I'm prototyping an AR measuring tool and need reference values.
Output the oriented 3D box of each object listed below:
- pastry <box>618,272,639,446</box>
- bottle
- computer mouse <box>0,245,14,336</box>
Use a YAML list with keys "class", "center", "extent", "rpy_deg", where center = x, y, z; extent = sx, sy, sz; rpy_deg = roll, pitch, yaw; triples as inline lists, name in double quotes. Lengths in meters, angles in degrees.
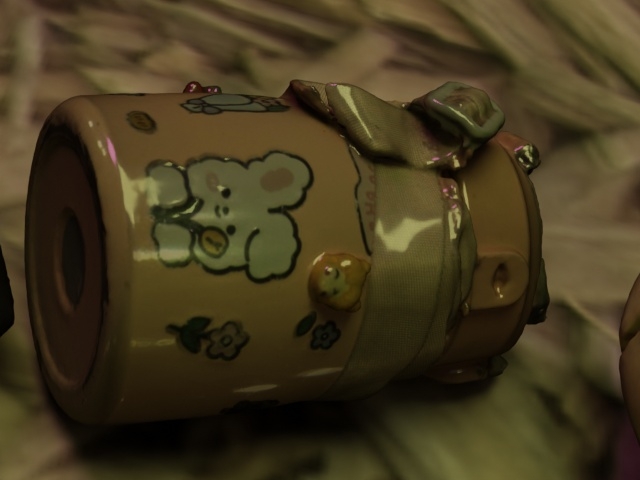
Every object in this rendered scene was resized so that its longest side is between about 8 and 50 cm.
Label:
- class: "pastry"
  center: [0.159, 0.049, 0.524]
  extent: [0.156, 0.092, 0.156]
  rpy_deg: [10, 40, -9]
- class: "bottle"
  center: [0.000, 0.000, 0.522]
  extent: [0.152, 0.099, 0.099]
  rpy_deg: [-3, 46, -22]
- class: "computer mouse"
  center: [-0.166, -0.005, 0.499]
  extent: [0.172, 0.057, 0.099]
  rpy_deg: [12, 45, 0]
